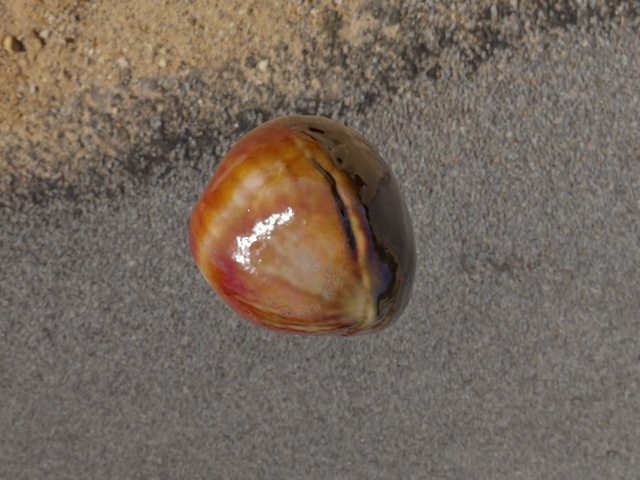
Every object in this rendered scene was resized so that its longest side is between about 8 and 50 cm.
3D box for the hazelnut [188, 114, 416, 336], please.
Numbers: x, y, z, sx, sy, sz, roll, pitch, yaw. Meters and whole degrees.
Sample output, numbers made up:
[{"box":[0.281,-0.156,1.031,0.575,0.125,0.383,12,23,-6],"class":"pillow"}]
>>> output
[{"box":[0.000,0.000,0.711,0.229,0.229,0.229,6,135,6],"class":"hazelnut"}]
